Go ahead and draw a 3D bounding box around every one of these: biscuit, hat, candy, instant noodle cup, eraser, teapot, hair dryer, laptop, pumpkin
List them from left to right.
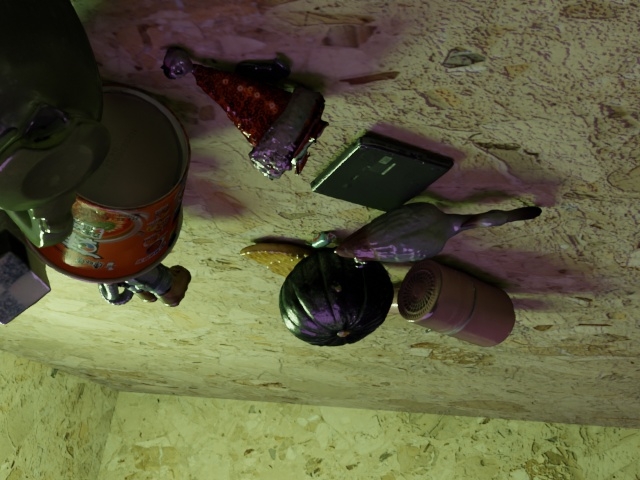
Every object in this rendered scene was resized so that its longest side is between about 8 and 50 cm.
[{"bbox_3d":[-0.364,-0.126,0.960,0.239,0.239,0.321,-15,154,-52],"label":"teapot"},{"bbox_3d":[-0.526,-0.008,1.417,0.098,0.096,0.404,53,175,-33],"label":"eraser"},{"bbox_3d":[-0.300,-0.089,1.231,0.250,0.250,0.192,15,151,-14],"label":"instant noodle cup"},{"bbox_3d":[-0.099,-0.174,1.110,0.227,0.129,0.140,32,179,-8],"label":"hat"},{"bbox_3d":[-0.045,0.047,1.755,0.144,0.033,0.224,-15,149,42],"label":"biscuit"},{"bbox_3d":[0.000,-0.001,1.619,0.030,0.020,0.083,16,158,-25],"label":"candy"},{"bbox_3d":[0.031,0.111,1.661,0.220,0.162,0.220,-8,147,-5],"label":"pumpkin"},{"bbox_3d":[0.088,-0.095,1.305,0.153,0.026,0.207,16,159,-17],"label":"laptop"},{"bbox_3d":[0.203,0.127,1.773,0.210,0.125,0.352,21,168,-31],"label":"hair dryer"}]

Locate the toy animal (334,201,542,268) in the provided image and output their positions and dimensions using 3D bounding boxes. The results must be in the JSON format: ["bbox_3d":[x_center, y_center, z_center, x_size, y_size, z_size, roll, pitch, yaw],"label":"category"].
[{"bbox_3d":[0.158,-0.016,1.375,0.324,0.090,0.195,-16,179,41],"label":"toy animal"}]

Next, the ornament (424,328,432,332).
[{"bbox_3d":[0.260,0.166,1.860,0.203,0.081,0.088,4,159,18],"label":"ornament"}]

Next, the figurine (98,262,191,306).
[{"bbox_3d":[-0.356,-0.013,1.534,0.261,0.186,0.382,-5,152,21],"label":"figurine"}]
